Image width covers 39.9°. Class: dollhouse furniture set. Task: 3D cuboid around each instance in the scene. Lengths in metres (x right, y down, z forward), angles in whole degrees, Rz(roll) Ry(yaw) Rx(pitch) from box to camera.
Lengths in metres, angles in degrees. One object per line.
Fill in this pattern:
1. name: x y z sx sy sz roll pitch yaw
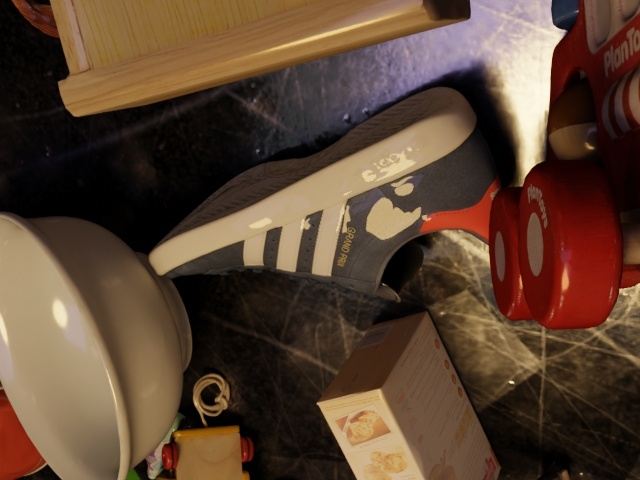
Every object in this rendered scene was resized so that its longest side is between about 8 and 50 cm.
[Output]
1. dollhouse furniture set: 0.014 -0.234 0.500 0.362 0.394 0.256 -9 100 26

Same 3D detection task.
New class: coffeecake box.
1. coffeecake box: 0.089 0.183 0.818 0.068 0.142 0.185 -19 104 30

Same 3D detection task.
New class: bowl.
1. bowl: -0.224 0.097 0.893 0.298 0.134 0.297 26 127 41

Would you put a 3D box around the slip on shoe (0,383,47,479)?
1. slip on shoe: -0.443 0.273 1.119 0.331 0.101 0.123 -26 99 30

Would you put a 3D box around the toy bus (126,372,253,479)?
1. toy bus: -0.136 0.282 0.982 0.191 0.202 0.104 46 153 -10

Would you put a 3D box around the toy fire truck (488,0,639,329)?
1. toy fire truck: 0.207 -0.074 0.583 0.170 0.302 0.253 -2 87 1

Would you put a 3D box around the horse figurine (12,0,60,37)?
1. horse figurine: -0.246 -0.296 0.788 0.175 0.066 0.263 8 114 14

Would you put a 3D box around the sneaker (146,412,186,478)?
1. sneaker: -0.201 0.227 1.031 0.069 0.038 0.098 28 112 11

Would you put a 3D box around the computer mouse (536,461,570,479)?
1. computer mouse: 0.191 0.301 0.867 0.042 0.106 0.192 32 134 36

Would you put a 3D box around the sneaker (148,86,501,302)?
1. sneaker: 0.000 0.000 0.784 0.350 0.131 0.148 -19 112 34
